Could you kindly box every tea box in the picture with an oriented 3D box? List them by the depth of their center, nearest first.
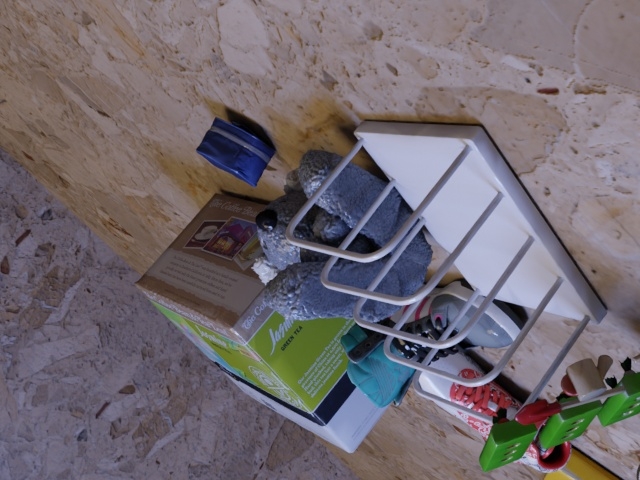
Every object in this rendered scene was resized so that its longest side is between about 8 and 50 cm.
[{"bbox_3d":[-0.064,0.121,1.560,0.329,0.220,0.323,15,149,55],"label":"tea box"}]

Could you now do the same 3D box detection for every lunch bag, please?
[{"bbox_3d":[-0.115,-0.125,1.319,0.098,0.065,0.067,29,176,28],"label":"lunch bag"}]

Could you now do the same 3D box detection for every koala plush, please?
[{"bbox_3d":[0.000,0.000,1.193,0.203,0.196,0.221,16,178,-35],"label":"koala plush"}]

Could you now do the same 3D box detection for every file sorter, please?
[{"bbox_3d":[0.126,0.034,1.030,0.277,0.173,0.193,50,160,-28],"label":"file sorter"}]

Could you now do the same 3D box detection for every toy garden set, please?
[{"bbox_3d":[0.270,0.134,0.934,0.204,0.244,0.049,85,164,-63],"label":"toy garden set"}]

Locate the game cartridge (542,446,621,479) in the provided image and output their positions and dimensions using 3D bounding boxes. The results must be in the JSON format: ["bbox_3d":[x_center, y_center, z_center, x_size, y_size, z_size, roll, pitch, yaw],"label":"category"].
[{"bbox_3d":[0.498,0.461,1.542,0.324,0.052,0.285,31,161,18],"label":"game cartridge"}]

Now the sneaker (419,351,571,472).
[{"bbox_3d":[0.257,0.242,1.423,0.270,0.090,0.145,44,162,-25],"label":"sneaker"}]

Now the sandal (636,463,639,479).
[{"bbox_3d":[0.492,0.321,1.177,0.219,0.060,0.090,16,117,24],"label":"sandal"}]

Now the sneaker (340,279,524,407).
[{"bbox_3d":[0.124,0.141,1.286,0.124,0.178,0.295,46,162,-20],"label":"sneaker"}]
